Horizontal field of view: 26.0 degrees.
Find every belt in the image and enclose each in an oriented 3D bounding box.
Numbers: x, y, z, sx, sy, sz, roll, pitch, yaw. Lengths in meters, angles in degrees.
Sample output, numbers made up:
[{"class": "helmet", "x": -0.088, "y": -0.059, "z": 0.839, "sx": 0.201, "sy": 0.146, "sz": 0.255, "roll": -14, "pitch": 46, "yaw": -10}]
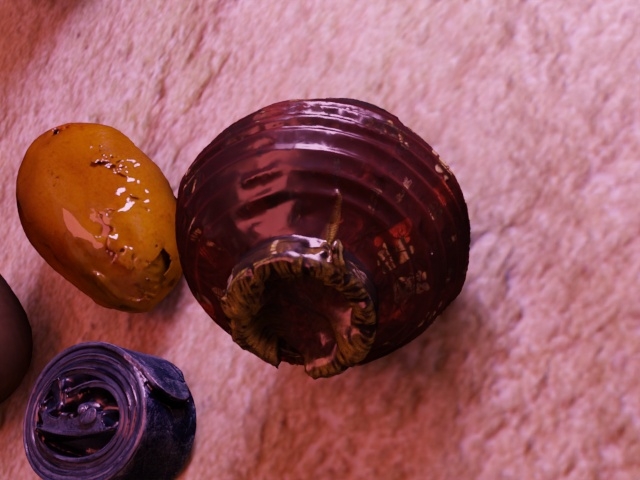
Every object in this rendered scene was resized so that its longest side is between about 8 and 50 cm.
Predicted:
[{"class": "belt", "x": -0.202, "y": 0.170, "z": 1.313, "sx": 0.190, "sy": 0.082, "sz": 0.141, "roll": -2, "pitch": 75, "yaw": 44}]

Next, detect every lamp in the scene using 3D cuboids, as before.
[{"class": "lamp", "x": 0.000, "y": 0.000, "z": 1.105, "sx": 0.247, "sy": 0.247, "sz": 0.247, "roll": -20, "pitch": 58, "yaw": 36}]

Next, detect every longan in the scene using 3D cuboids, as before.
[{"class": "longan", "x": -0.389, "y": 0.100, "z": 1.458, "sx": 0.189, "sy": 0.189, "sz": 0.189, "roll": -20, "pitch": 58, "yaw": 36}]

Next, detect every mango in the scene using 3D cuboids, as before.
[{"class": "mango", "x": -0.222, "y": -0.021, "z": 1.394, "sx": 0.249, "sy": 0.151, "sz": 0.156, "roll": 48, "pitch": 136, "yaw": 38}]
